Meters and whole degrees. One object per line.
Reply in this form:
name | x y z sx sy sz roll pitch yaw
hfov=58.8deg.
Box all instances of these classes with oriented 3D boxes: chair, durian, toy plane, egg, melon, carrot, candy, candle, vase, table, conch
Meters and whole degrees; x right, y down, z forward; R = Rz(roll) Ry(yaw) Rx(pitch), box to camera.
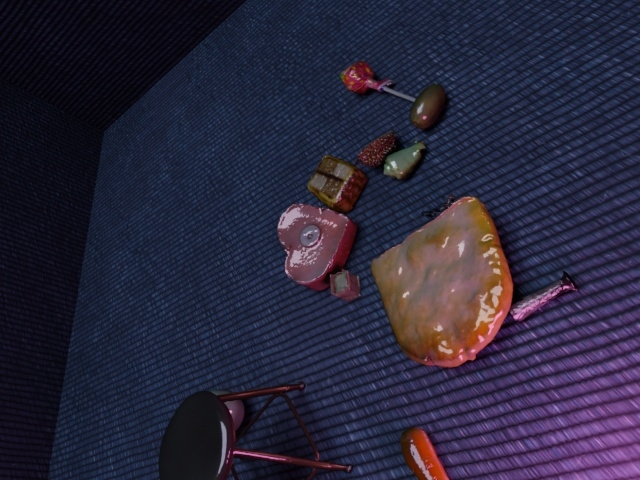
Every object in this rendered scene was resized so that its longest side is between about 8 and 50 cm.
chair | -0.226 0.634 1.677 0.365 0.410 0.362 -52 43 12
durian | 0.198 -0.302 1.979 0.188 0.091 0.148 -29 7 27
toy plane | 0.364 -0.077 1.729 0.189 0.061 0.130 9 106 50
egg | -0.368 0.617 2.008 0.231 0.168 0.168 -31 50 36
melon | 0.361 -0.450 1.902 0.099 0.099 0.162 27 84 48
carrot | 0.269 0.578 1.461 0.087 0.087 0.193 -42 47 21
candy | 0.223 -0.574 2.119 0.365 0.124 0.124 35 95 40
candle | 0.000 0.000 2.008 0.287 0.131 0.317 -34 58 19
vase | 0.556 0.142 1.424 0.167 0.059 0.059 -37 47 26
table | 0.082 0.147 1.873 0.062 0.083 0.079 -28 51 33
conch | 0.286 -0.265 1.903 0.170 0.079 0.106 -37 62 17

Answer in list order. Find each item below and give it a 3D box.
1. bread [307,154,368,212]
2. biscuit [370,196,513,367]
bread | 0.056 -0.210 2.083 0.181 0.096 0.222 -57 41 2
biscuit | 0.349 0.129 1.591 0.429 0.104 0.446 -42 45 31
